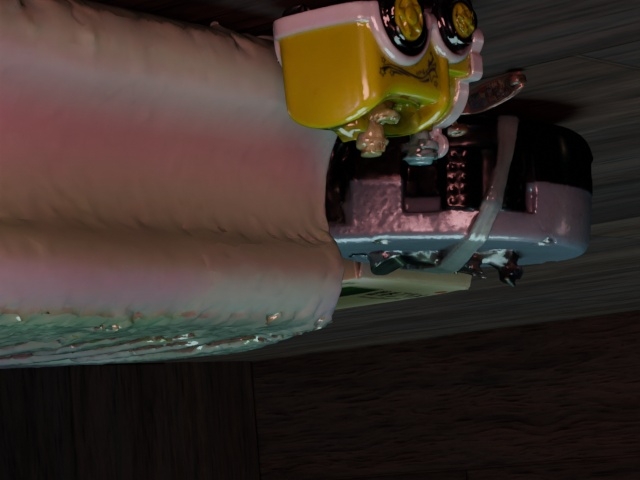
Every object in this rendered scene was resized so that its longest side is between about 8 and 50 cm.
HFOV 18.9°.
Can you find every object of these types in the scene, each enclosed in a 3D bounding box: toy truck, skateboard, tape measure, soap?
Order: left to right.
[{"bbox_3d":[-0.158,-0.019,0.929,0.261,0.156,0.446,-9,173,33],"label":"soap"},{"bbox_3d":[0.032,-0.075,0.902,0.076,0.077,0.111,-9,172,37],"label":"toy truck"},{"bbox_3d":[0.070,-0.083,1.097,0.083,0.032,0.064,-1,163,-47],"label":"skateboard"},{"bbox_3d":[0.087,-0.026,1.260,0.181,0.107,0.182,0,172,16],"label":"tape measure"}]

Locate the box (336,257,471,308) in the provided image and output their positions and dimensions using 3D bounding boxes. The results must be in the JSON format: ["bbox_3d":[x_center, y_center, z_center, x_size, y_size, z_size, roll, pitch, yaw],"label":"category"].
[{"bbox_3d":[0.000,0.000,1.475,0.168,0.095,0.212,-11,172,26],"label":"box"}]
